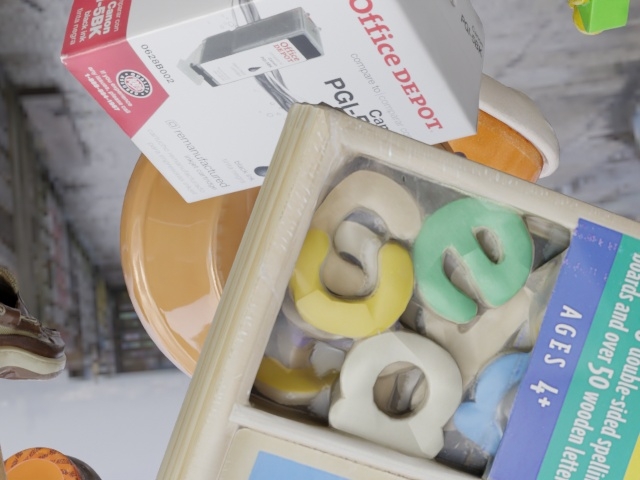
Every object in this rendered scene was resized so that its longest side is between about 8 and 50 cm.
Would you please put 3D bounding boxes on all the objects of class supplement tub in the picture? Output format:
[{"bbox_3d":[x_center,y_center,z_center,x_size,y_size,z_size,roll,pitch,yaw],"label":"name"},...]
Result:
[{"bbox_3d":[-0.245,0.282,1.324,0.117,0.117,0.190,-7,144,10],"label":"supplement tub"}]

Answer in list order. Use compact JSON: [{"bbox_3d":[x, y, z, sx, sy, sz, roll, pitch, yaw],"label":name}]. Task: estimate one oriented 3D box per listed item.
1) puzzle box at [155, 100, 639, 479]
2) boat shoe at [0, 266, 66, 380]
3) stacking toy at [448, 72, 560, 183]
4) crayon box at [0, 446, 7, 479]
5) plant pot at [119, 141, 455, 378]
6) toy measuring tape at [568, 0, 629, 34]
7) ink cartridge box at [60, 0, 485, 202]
[{"bbox_3d":[0.051,0.191,0.449,0.272,0.409,0.052,19,-178,-13],"label":"puzzle box"},{"bbox_3d":[-0.281,0.071,1.202,0.095,0.095,0.257,9,178,7],"label":"boat shoe"},{"bbox_3d":[0.033,0.034,1.522,0.351,0.480,0.350,21,173,3],"label":"stacking toy"},{"bbox_3d":[-0.227,0.082,0.681,0.081,0.278,0.165,-7,-167,3],"label":"crayon box"},{"bbox_3d":[0.000,0.000,1.054,0.291,0.291,0.203,-4,-177,-13],"label":"plant pot"},{"bbox_3d":[0.278,-0.344,1.375,0.121,0.121,0.330,-5,140,0],"label":"toy measuring tape"},{"bbox_3d":[-0.016,-0.076,0.537,0.135,0.056,0.099,-12,140,25],"label":"ink cartridge box"}]
